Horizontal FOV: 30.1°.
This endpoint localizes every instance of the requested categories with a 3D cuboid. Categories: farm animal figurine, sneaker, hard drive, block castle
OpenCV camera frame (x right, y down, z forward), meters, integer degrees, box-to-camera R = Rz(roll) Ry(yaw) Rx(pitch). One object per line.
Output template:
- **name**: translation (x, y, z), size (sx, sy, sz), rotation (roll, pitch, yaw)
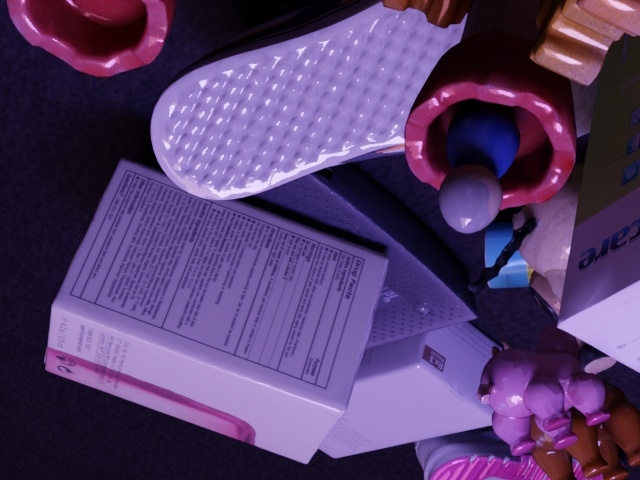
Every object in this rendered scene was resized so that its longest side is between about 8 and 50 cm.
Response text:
- **farm animal figurine**: translation (0.227, 0.019, 0.779), size (0.327, 0.172, 0.330), rotation (-19, 153, -6)
- **sneaker**: translation (0.202, 0.217, 1.212), size (0.252, 0.111, 0.103), rotation (15, 118, -30)
- **hard drive**: translation (0.000, 0.000, 1.012), size (0.254, 0.054, 0.172), rotation (38, 142, -28)
- **sneaker**: translation (0.053, -0.113, 0.770), size (0.321, 0.127, 0.126), rotation (-10, 106, 4)
- **block castle**: translation (0.044, -0.219, 0.471), size (0.303, 0.213, 0.453), rotation (20, 139, -3)

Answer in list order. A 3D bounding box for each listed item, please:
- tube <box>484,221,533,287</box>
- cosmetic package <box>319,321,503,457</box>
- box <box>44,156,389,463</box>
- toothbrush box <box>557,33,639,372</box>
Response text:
- **tube**: translation (0.233, 0.008, 0.927), size (0.207, 0.052, 0.080), rotation (-3, 149, 16)
- **cosmetic package**: translation (0.059, 0.139, 1.167), size (0.117, 0.085, 0.231), rotation (38, 141, -29)
- **box**: translation (-0.083, 0.058, 0.950), size (0.232, 0.148, 0.127), rotation (21, 147, -4)
- **toothbrush box**: translation (0.256, -0.046, 0.612), size (0.206, 0.283, 0.122), rotation (29, 146, -16)
